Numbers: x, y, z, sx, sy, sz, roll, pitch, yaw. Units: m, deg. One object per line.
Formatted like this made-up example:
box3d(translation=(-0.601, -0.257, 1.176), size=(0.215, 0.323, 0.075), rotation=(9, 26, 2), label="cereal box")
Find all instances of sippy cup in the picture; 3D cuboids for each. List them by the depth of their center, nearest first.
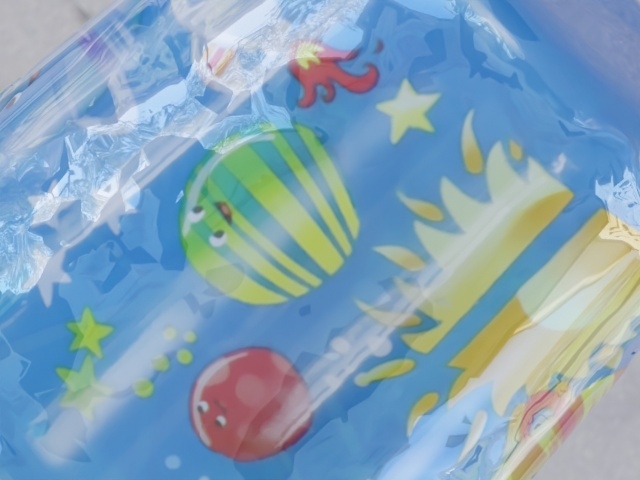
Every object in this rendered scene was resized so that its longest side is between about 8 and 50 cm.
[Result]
box3d(translation=(0.000, 0.000, 0.595), size=(0.224, 0.240, 0.305), rotation=(-44, 62, 23), label="sippy cup")
